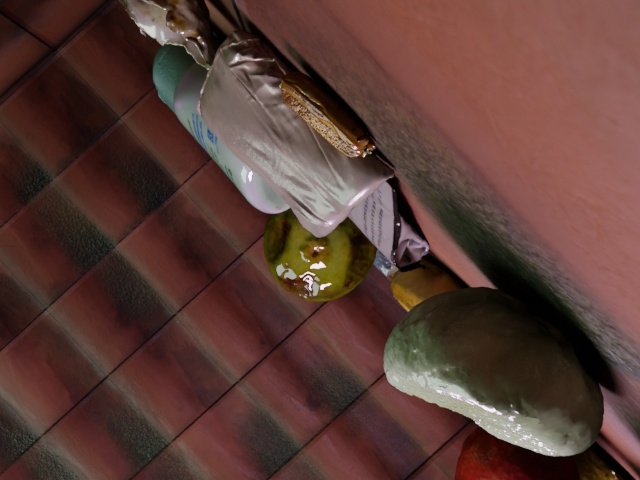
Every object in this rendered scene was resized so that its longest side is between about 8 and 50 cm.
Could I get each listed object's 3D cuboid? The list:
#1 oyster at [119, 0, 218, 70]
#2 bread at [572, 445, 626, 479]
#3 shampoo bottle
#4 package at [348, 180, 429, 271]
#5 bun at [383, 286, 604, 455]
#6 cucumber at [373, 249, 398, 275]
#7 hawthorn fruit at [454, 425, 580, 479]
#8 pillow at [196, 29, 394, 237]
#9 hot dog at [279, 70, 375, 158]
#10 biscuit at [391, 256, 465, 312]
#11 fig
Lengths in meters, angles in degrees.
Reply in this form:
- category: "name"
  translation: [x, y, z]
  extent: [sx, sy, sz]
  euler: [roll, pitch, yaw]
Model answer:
- category: "oyster"
  translation: [-0.250, -0.356, 0.668]
  extent: [0.341, 0.110, 0.166]
  euler: [45, -175, 9]
- category: "bread"
  translation: [0.450, 0.417, 0.929]
  extent: [0.186, 0.124, 0.257]
  euler: [46, -177, -46]
- category: "shampoo bottle"
  translation: [-0.147, -0.211, 0.862]
  extent: [0.349, 0.151, 0.222]
  euler: [47, 175, 27]
- category: "package"
  translation: [0.054, -0.060, 0.726]
  extent: [0.204, 0.062, 0.251]
  euler: [46, 176, 30]
- category: "bun"
  translation: [0.171, 0.121, 0.527]
  extent: [0.204, 0.126, 0.212]
  euler: [8, 156, 47]
- category: "cucumber"
  translation: [0.147, 0.034, 1.261]
  extent: [0.112, 0.064, 0.064]
  euler: [45, 179, 38]
- category: "hawthorn fruit"
  translation: [0.298, 0.348, 0.801]
  extent: [0.189, 0.190, 0.251]
  euler: [-131, 39, -65]
- category: "pillow"
  translation: [-0.045, -0.119, 0.633]
  extent: [0.270, 0.067, 0.173]
  euler: [48, 141, 11]
- category: "hot dog"
  translation: [0.007, -0.128, 0.531]
  extent: [0.122, 0.037, 0.049]
  euler: [42, 168, 6]
- category: "biscuit"
  translation: [0.225, 0.152, 0.854]
  extent: [0.296, 0.102, 0.296]
  euler: [47, 178, 2]
- category: "fig"
  translation: [0.000, 0.000, 1.117]
  extent: [0.239, 0.239, 0.271]
  euler: [48, -172, -9]
